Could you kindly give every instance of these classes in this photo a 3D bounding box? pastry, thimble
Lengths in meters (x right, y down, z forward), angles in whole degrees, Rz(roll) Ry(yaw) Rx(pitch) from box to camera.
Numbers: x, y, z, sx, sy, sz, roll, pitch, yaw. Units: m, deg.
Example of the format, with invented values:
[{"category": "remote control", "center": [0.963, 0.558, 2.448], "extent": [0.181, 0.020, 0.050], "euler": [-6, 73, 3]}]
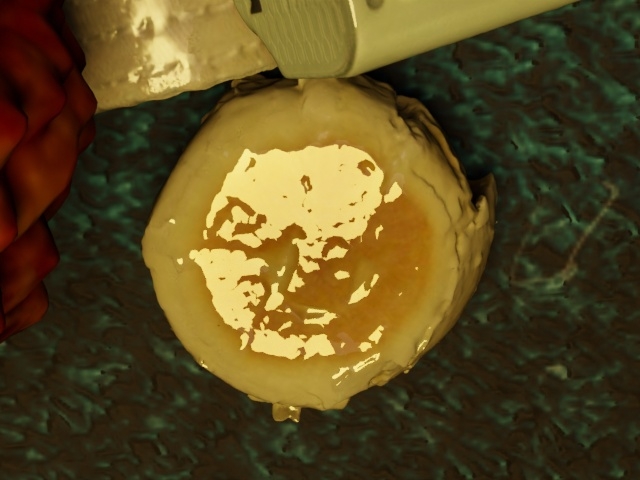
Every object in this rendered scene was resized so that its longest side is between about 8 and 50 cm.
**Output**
[{"category": "pastry", "center": [0.000, 0.000, 0.570], "extent": [0.166, 0.088, 0.165], "euler": [0, 108, 1]}, {"category": "thimble", "center": [-0.072, -0.108, 0.536], "extent": [0.115, 0.102, 0.090], "euler": [-21, 105, -25]}]

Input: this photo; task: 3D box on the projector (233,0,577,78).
[{"category": "projector", "center": [0.049, -0.207, 0.469], "extent": [0.198, 0.108, 0.250], "euler": [-21, 104, -24]}]

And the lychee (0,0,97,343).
[{"category": "lychee", "center": [-0.324, -0.049, 0.392], "extent": [0.500, 0.424, 0.424], "euler": [-2, 104, -1]}]
